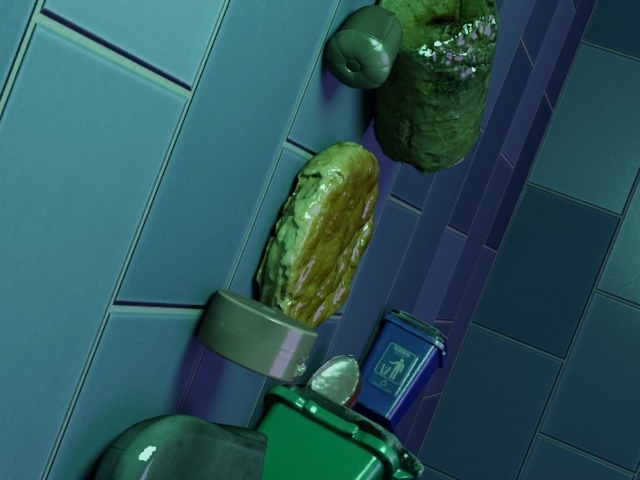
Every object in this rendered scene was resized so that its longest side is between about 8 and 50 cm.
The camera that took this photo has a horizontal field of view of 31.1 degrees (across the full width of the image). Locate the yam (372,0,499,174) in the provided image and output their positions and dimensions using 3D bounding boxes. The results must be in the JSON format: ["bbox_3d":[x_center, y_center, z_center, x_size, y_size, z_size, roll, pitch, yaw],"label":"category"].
[{"bbox_3d":[0.174,-0.266,1.795,0.195,0.195,0.300,-59,163,-29],"label":"yam"}]

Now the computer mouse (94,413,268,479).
[{"bbox_3d":[-0.182,0.312,1.468,0.371,0.122,0.188,27,77,-61],"label":"computer mouse"}]

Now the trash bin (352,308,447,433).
[{"bbox_3d":[0.167,0.292,2.542,0.234,0.162,0.184,-57,161,-17],"label":"trash bin"}]

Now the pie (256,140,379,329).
[{"bbox_3d":[0.000,0.000,1.775,0.339,0.083,0.339,-54,157,-34],"label":"pie"}]

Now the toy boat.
[{"bbox_3d":[-0.002,0.336,2.222,0.206,0.096,0.282,-53,171,-24],"label":"toy boat"}]

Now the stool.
[{"bbox_3d":[0.064,-0.272,1.608,0.096,0.096,0.110,95,17,-44],"label":"stool"}]

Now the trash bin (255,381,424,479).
[{"bbox_3d":[-0.039,0.462,1.892,0.381,0.295,0.259,-49,155,-34],"label":"trash bin"}]

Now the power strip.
[{"bbox_3d":[-0.082,0.127,1.532,0.078,0.154,0.154,-66,164,0],"label":"power strip"}]
